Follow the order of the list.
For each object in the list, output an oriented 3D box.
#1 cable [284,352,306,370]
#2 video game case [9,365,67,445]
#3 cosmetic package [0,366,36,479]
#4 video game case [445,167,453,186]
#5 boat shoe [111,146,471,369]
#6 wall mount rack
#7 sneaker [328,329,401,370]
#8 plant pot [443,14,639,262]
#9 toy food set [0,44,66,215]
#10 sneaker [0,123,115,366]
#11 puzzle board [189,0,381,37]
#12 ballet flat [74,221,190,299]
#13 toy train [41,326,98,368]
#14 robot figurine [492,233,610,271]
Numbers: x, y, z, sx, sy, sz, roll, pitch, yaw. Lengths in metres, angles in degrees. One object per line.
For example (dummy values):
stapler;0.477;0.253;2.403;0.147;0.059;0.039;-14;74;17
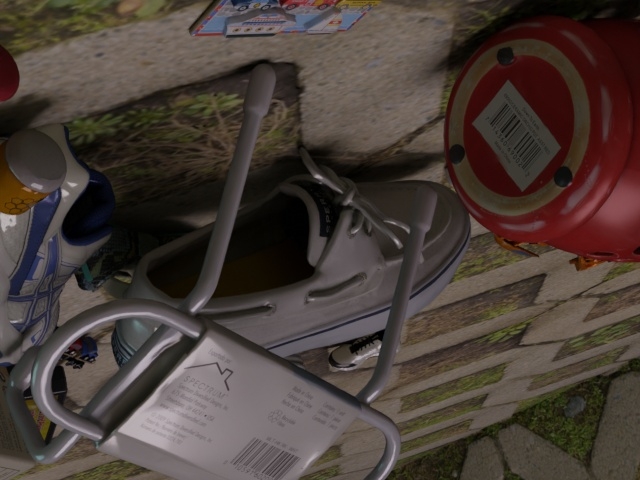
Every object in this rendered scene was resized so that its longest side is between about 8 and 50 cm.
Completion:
cable;-0.142;0.192;1.775;0.257;0.089;0.257;-5;159;-47
video game case;-0.406;0.204;1.533;0.248;0.035;0.275;-8;161;-18
cosmetic package;-0.396;0.158;1.220;0.160;0.113;0.309;-27;157;11
video game case;0.242;-0.110;1.349;0.201;0.023;0.183;-10;162;-30
boat shoe;-0.006;-0.005;1.206;0.367;0.136;0.156;-19;144;-31
wall mount rack;-0.051;0.061;1.048;0.304;0.130;0.350;-47;136;11
sneaker;0.061;0.144;1.978;0.109;0.040;0.044;-19;149;-17
plant pot;0.206;-0.081;1.101;0.174;0.191;0.191;5;151;-44
toy food set;-0.213;-0.071;0.729;0.104;0.111;0.232;-31;159;35
sneaker;-0.201;0.008;1.028;0.131;0.112;0.296;-23;168;-8
puzzle board;-0.007;-0.153;0.905;0.128;0.011;0.096;-8;160;-37
ballet flat;-0.151;0.025;1.232;0.070;0.070;0.188;-28;163;26
toy train;-0.257;0.103;1.439;0.036;0.027;0.158;-32;163;2
robot figurine;0.262;-0.035;1.406;0.211;0.085;0.291;-23;161;22
